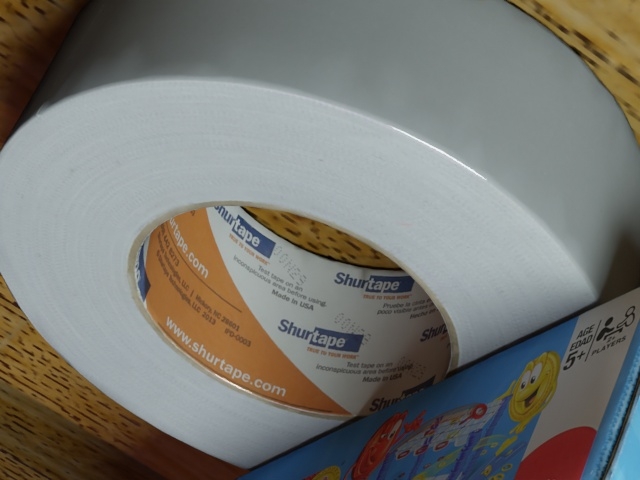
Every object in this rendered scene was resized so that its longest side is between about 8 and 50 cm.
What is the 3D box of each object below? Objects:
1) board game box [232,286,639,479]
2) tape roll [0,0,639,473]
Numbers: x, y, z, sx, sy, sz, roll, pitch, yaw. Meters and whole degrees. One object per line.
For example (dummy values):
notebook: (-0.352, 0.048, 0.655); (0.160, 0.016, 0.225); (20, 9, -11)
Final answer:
board game box: (0.106, 0.186, 0.614); (0.302, 0.086, 0.308); (42, 139, -15)
tape roll: (0.000, 0.000, 0.593); (0.219, 0.072, 0.219); (14, 142, 11)
